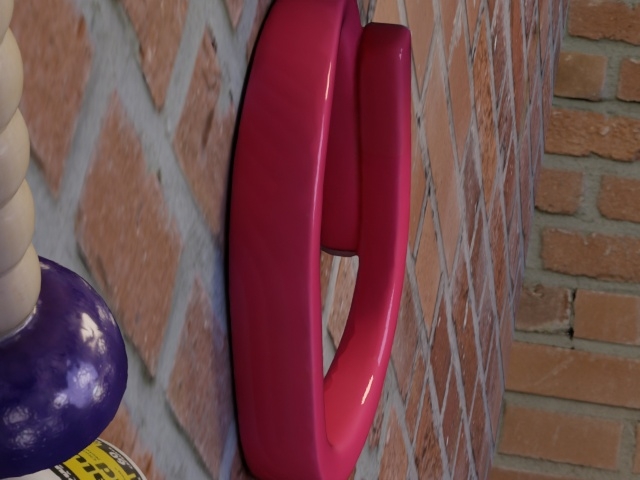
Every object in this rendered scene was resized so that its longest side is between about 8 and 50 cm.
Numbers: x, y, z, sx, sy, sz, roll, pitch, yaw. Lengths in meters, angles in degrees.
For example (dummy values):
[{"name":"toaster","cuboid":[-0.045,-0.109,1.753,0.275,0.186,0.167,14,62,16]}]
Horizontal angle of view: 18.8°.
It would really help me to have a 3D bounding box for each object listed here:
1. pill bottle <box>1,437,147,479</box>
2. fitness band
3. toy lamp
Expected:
[{"name":"pill bottle","cuboid":[-0.092,0.091,0.564,0.116,0.065,0.065,8,89,-79]},{"name":"fitness band","cuboid":[0.000,0.000,1.027,0.209,0.054,0.291,-67,160,-47]},{"name":"toy lamp","cuboid":[-0.084,-0.049,0.428,0.275,0.080,0.080,93,10,-48]}]
